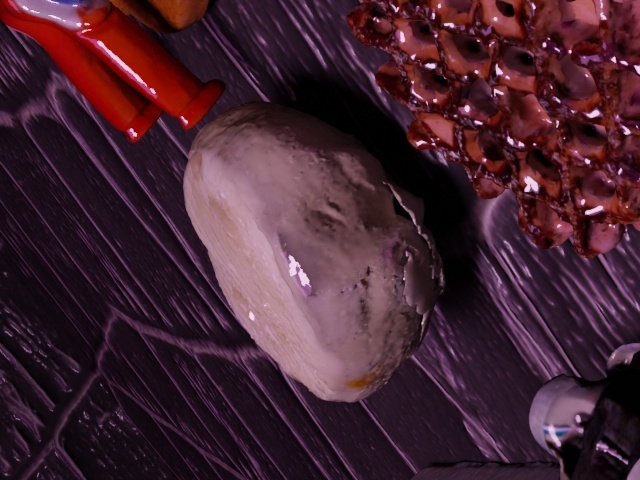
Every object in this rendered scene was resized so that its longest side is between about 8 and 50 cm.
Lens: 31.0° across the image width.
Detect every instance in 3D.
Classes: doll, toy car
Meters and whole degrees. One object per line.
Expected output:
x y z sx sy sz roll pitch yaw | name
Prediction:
-0.244 -0.222 0.879 0.384 0.099 0.188 42 161 -24 | doll
0.211 0.187 0.691 0.158 0.235 0.172 15 -172 -14 | toy car

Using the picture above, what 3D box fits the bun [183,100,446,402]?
0.000 0.000 0.858 0.239 0.141 0.239 48 160 23 | bun

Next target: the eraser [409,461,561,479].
0.155 0.261 1.023 0.077 0.111 0.352 50 159 -6 | eraser

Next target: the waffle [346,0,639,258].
0.107 -0.093 0.615 0.234 0.055 0.221 44 157 1 | waffle

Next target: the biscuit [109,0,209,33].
-0.144 -0.249 0.851 0.202 0.047 0.334 53 157 -13 | biscuit
